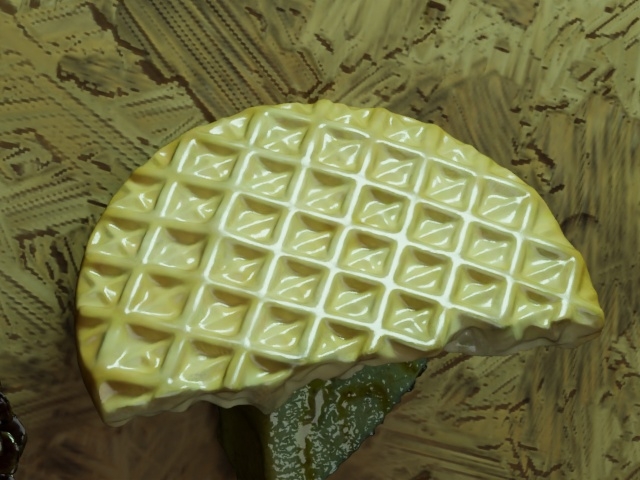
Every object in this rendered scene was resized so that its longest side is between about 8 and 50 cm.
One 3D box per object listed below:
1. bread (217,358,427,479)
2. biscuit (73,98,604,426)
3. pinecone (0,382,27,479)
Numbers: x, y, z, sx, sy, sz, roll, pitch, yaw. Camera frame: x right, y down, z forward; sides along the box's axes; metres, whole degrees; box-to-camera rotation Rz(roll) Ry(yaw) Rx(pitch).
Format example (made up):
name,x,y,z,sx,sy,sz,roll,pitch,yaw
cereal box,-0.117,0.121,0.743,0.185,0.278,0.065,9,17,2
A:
name,x,y,z,sx,sy,sz,roll,pitch,yaw
bread,-0.018,0.079,1.094,0.156,0.103,0.110,-49,116,-17
biscuit,0.000,0.000,1.062,0.309,0.040,0.204,-9,56,-17
pinecone,-0.233,0.118,1.013,0.140,0.121,0.140,1,88,-21
